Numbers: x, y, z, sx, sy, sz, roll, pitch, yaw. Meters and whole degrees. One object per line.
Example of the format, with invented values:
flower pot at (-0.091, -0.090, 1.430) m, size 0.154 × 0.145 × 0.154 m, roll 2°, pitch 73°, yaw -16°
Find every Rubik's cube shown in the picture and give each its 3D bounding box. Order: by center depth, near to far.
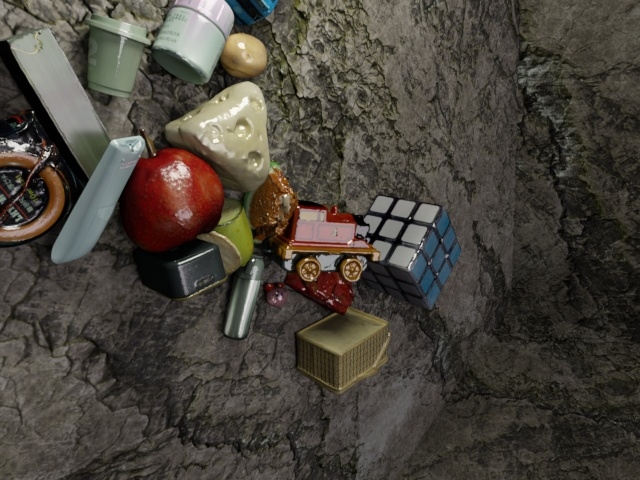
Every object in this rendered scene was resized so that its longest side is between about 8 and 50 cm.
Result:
Rubik's cube at (0.325, 0.041, 1.681) m, size 0.301 × 0.304 × 0.305 m, roll -58°, pitch 136°, yaw -18°

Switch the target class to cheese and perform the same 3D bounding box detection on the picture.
cheese at (-0.210, -0.246, 1.074) m, size 0.251 × 0.174 × 0.248 m, roll -55°, pitch 136°, yaw -27°

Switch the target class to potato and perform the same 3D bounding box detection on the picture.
potato at (-0.191, -0.453, 1.065) m, size 0.147 × 0.112 × 0.112 m, roll -26°, pitch 124°, yaw -65°

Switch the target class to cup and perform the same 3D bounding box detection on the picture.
cup at (-0.407, -0.362, 0.858) m, size 0.120 × 0.120 × 0.141 m, roll -4°, pitch 120°, yaw -48°

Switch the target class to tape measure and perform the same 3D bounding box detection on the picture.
tape measure at (-0.553, -0.097, 0.761) m, size 0.223 × 0.135 × 0.202 m, roll -44°, pitch 142°, yaw -27°

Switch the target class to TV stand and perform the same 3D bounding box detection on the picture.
TV stand at (-0.485, -0.247, 0.816) m, size 0.083 × 0.088 × 0.269 m, roll -40°, pitch 130°, yaw -32°

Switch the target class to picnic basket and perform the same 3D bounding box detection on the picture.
picnic basket at (0.090, 0.395, 1.590) m, size 0.313 × 0.228 × 0.175 m, roll -19°, pitch 115°, yaw -43°

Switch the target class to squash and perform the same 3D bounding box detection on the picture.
squash at (-0.236, -0.009, 1.162) m, size 0.123 × 0.123 × 0.186 m, roll -42°, pitch 133°, yaw -32°

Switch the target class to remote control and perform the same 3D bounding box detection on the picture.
remote control at (-0.432, -0.074, 0.850) m, size 0.293 × 0.051 × 0.103 m, roll -54°, pitch -175°, yaw 19°

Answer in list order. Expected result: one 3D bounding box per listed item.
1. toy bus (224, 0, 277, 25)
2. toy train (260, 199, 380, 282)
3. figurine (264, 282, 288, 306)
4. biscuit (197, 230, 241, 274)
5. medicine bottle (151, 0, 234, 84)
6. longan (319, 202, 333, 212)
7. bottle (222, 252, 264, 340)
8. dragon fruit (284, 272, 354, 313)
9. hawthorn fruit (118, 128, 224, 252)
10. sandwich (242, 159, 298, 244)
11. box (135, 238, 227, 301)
toy bus at (-0.140, -0.649, 1.036) m, size 0.113 × 0.134 × 0.246 m, roll 37°, pitch 73°, yaw -48°
toy train at (0.000, 0.000, 1.327) m, size 0.369 × 0.163 × 0.231 m, roll 2°, pitch 103°, yaw -24°
figurine at (-0.138, 0.176, 1.378) m, size 0.083 × 0.071 × 0.067 m, roll -8°, pitch 151°, yaw -39°
biscuit at (-0.275, 0.033, 1.116) m, size 0.020 × 0.152 × 0.152 m, roll -71°, pitch 149°, yaw -46°
medicine bottle at (-0.276, -0.448, 0.950) m, size 0.135 × 0.135 × 0.168 m, roll 30°, pitch 81°, yaw -49°
longan at (0.013, -0.069, 1.444) m, size 0.113 × 0.092 × 0.113 m, roll -18°, pitch 117°, yaw -40°
bottle at (-0.224, 0.162, 1.258) m, size 0.096 × 0.079 × 0.253 m, roll -127°, pitch -128°, yaw -85°
dragon fruit at (0.050, 0.136, 1.515) m, size 0.317 × 0.152 × 0.205 m, roll 37°, pitch 74°, yaw -48°
hawthorn fruit at (-0.330, -0.115, 0.952) m, size 0.230 × 0.210 × 0.266 m, roll -35°, pitch 123°, yaw -46°
sandwich at (-0.155, -0.095, 1.208) m, size 0.079 × 0.159 × 0.235 m, roll 0°, pitch 122°, yaw -54°
box at (-0.329, 0.055, 1.016) m, size 0.144 × 0.201 × 0.090 m, roll -26°, pitch 118°, yaw -40°
